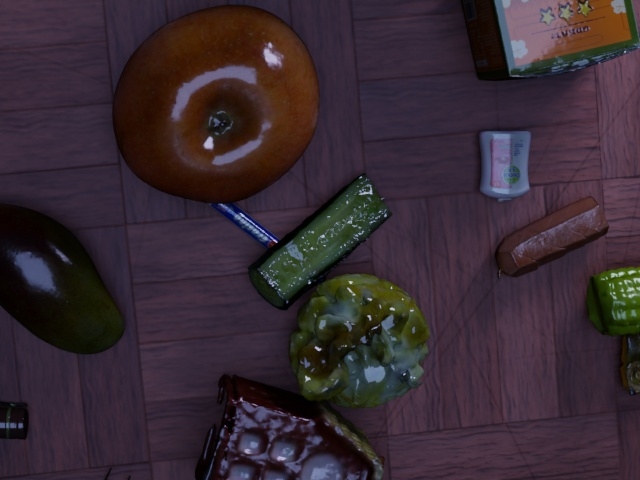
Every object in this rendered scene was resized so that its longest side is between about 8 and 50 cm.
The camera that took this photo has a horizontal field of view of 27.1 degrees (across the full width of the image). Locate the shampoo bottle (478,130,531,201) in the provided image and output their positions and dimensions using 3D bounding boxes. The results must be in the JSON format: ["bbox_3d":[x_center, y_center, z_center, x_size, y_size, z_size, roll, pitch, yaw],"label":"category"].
[{"bbox_3d":[0.253,-0.102,1.833,0.072,0.043,0.099,0,95,-5],"label":"shampoo bottle"}]

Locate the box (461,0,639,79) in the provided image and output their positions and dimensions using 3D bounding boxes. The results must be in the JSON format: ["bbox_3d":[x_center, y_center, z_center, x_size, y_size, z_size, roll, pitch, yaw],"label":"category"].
[{"bbox_3d":[0.296,-0.291,1.742,0.177,0.195,0.148,-13,96,-5],"label":"box"}]

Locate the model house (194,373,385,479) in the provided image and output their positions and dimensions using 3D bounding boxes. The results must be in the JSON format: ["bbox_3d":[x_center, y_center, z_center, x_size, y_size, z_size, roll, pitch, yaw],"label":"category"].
[{"bbox_3d":[-0.029,0.287,1.771,0.254,0.196,0.160,11,93,-7],"label":"model house"}]

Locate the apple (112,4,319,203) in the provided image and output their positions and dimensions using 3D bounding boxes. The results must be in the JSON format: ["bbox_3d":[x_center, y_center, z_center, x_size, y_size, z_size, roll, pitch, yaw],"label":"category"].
[{"bbox_3d":[-0.133,-0.171,1.712,0.272,0.206,0.251,-13,100,-5],"label":"apple"}]

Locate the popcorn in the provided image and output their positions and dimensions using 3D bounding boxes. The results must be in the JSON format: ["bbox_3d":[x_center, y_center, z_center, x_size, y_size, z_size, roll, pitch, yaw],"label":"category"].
[{"bbox_3d":[0.045,0.144,1.768,0.198,0.212,0.198,6,104,27],"label":"popcorn"}]

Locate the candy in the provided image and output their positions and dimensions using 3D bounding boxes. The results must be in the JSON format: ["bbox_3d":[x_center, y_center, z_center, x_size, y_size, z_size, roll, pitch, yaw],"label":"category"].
[{"bbox_3d":[0.474,0.081,1.850,0.209,0.097,0.096,-4,96,-13],"label":"candy"}]

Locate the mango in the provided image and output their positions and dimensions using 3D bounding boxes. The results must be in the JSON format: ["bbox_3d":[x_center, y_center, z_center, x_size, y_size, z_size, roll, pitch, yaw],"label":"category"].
[{"bbox_3d":[-0.366,0.047,1.759,0.267,0.111,0.133,44,79,-13],"label":"mango"}]

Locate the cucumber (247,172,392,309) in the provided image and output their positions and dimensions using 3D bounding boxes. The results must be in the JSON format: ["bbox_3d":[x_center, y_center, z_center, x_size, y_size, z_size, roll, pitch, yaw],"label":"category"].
[{"bbox_3d":[0.000,0.002,1.803,0.211,0.062,0.078,-41,95,-20],"label":"cucumber"}]

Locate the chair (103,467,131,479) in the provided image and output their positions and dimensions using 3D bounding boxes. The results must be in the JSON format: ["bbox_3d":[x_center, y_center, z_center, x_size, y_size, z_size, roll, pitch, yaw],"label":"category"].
[{"bbox_3d":[-0.290,0.353,1.836,0.037,0.042,0.086,24,129,-6],"label":"chair"}]

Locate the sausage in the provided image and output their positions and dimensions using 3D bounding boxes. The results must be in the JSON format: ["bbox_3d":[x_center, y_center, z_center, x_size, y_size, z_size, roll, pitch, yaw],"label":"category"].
[{"bbox_3d":[0.311,0.000,1.841,0.169,0.065,0.065,-26,97,-3],"label":"sausage"}]

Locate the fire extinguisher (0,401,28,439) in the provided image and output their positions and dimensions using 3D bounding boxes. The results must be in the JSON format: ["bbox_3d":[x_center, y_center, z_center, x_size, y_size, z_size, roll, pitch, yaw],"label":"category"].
[{"bbox_3d":[-0.477,0.244,1.801,0.158,0.043,0.064,3,65,-6],"label":"fire extinguisher"}]

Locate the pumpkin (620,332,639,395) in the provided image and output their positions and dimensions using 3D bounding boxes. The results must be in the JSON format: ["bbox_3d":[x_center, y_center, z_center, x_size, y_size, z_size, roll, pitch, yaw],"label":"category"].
[{"bbox_3d":[0.460,0.173,1.887,0.073,0.035,0.101,-2,93,-16],"label":"pumpkin"}]

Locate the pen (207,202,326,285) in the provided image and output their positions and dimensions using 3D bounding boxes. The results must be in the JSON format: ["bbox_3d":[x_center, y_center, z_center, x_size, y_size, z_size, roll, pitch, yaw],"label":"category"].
[{"bbox_3d":[-0.077,-0.004,1.822,0.204,0.025,0.025,38,91,-8],"label":"pen"}]
